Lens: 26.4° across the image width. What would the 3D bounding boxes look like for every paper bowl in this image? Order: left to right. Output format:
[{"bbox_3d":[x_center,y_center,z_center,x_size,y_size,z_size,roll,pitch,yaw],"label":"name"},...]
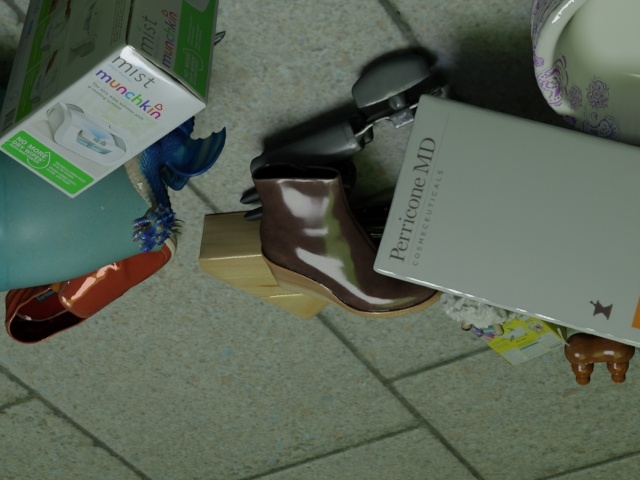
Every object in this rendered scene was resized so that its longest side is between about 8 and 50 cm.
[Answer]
[{"bbox_3d":[0.384,-0.256,1.572,0.284,0.148,0.284,1,139,1],"label":"paper bowl"}]

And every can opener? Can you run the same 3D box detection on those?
[{"bbox_3d":[-0.032,-0.070,1.880,0.186,0.059,0.073,-13,164,31],"label":"can opener"},{"bbox_3d":[0.026,-0.159,1.778,0.283,0.076,0.095,-21,101,25],"label":"can opener"}]

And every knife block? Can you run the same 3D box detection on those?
[{"bbox_3d":[0.000,0.000,1.930,0.275,0.088,0.242,27,133,-24],"label":"knife block"}]

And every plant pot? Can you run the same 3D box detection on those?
[{"bbox_3d":[-0.334,-0.071,1.759,0.255,0.272,0.272,-4,141,-16],"label":"plant pot"}]

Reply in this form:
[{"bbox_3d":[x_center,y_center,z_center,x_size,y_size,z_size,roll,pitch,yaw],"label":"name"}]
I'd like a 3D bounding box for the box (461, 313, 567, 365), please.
[{"bbox_3d":[0.285,0.119,2.082,0.105,0.043,0.179,-26,133,29],"label":"box"}]

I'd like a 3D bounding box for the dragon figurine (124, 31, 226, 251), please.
[{"bbox_3d":[-0.173,-0.116,1.671,0.144,0.289,0.085,41,147,-10],"label":"dragon figurine"}]

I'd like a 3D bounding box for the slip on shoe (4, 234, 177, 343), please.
[{"bbox_3d":[-0.342,0.063,2.011,0.331,0.101,0.123,-27,129,27],"label":"slip on shoe"}]

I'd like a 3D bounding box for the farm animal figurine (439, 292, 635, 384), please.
[{"bbox_3d":[0.361,0.006,1.825,0.326,0.330,0.172,19,148,26],"label":"farm animal figurine"}]

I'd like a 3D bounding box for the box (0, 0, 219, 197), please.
[{"bbox_3d":[-0.239,-0.223,1.561,0.231,0.262,0.127,-30,130,31],"label":"box"}]

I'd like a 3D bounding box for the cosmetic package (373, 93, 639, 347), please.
[{"bbox_3d":[0.318,-0.008,1.644,0.453,0.230,0.161,15,-178,14],"label":"cosmetic package"}]

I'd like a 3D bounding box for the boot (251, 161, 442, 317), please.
[{"bbox_3d":[0.034,-0.002,1.791,0.248,0.090,0.207,7,135,16],"label":"boot"}]
